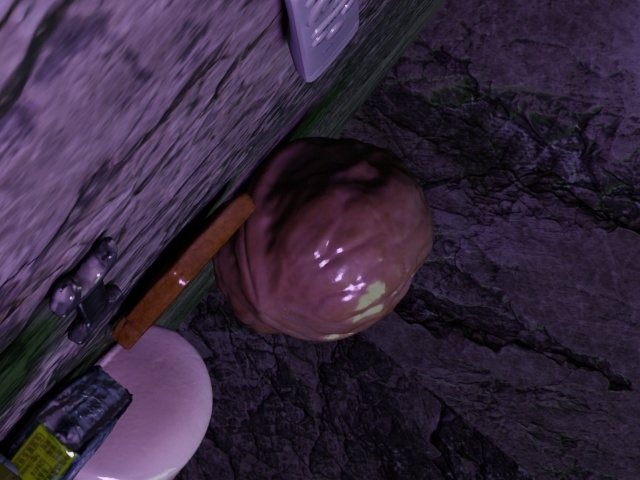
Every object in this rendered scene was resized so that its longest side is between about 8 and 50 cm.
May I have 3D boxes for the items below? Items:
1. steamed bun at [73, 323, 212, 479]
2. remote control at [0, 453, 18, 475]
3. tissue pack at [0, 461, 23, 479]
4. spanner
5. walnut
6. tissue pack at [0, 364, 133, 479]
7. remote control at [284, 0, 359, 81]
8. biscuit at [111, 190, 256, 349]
[{"bbox_3d":[-0.234,0.229,1.309,0.241,0.164,0.146,-49,180,-44],"label":"steamed bun"},{"bbox_3d":[-0.331,0.271,0.875,0.244,0.047,0.087,-53,180,-44],"label":"remote control"},{"bbox_3d":[-0.258,0.207,0.636,0.176,0.062,0.095,-51,-177,5],"label":"tissue pack"},{"bbox_3d":[-0.147,0.038,0.687,0.054,0.015,0.254,-50,-178,-13],"label":"spanner"},{"bbox_3d":[0.002,0.001,1.278,0.273,0.273,0.227,-51,146,-46],"label":"walnut"},{"bbox_3d":[-0.296,0.243,1.069,0.235,0.073,0.173,-49,-179,15],"label":"tissue pack"},{"bbox_3d":[-0.001,-0.126,0.569,0.050,0.027,0.184,-51,177,-2],"label":"remote control"},{"bbox_3d":[-0.147,0.036,1.076,0.182,0.034,0.215,-50,-177,-37],"label":"biscuit"}]
